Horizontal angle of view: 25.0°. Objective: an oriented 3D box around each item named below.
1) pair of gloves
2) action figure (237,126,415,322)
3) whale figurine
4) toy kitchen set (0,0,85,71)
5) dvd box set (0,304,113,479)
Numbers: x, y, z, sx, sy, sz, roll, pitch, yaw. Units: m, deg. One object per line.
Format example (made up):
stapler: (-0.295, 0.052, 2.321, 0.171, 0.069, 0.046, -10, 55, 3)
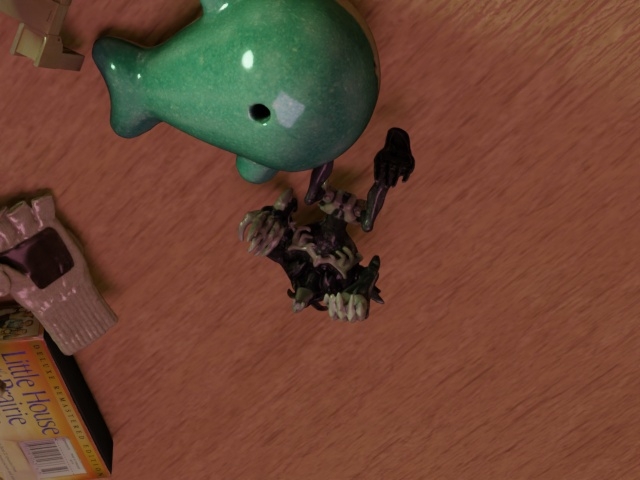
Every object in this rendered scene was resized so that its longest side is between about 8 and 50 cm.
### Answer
pair of gloves: (-0.352, 0.076, 1.532, 0.240, 0.042, 0.204, -29, 122, -12)
action figure: (0.000, 0.000, 1.477, 0.164, 0.141, 0.276, 29, 134, 10)
whale figurine: (-0.084, -0.140, 1.311, 0.272, 0.141, 0.216, -2, 119, 15)
toy kitchen set: (-0.253, -0.208, 1.322, 0.068, 0.075, 0.083, 27, 102, 19)
dvd box set: (-0.491, 0.210, 1.739, 0.420, 0.062, 0.308, -8, 140, 5)
